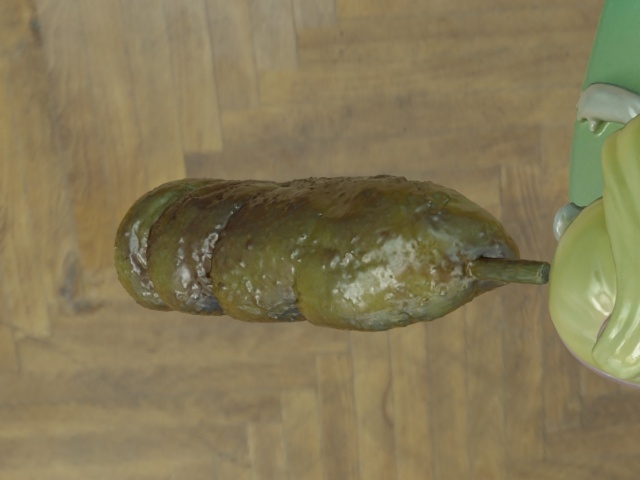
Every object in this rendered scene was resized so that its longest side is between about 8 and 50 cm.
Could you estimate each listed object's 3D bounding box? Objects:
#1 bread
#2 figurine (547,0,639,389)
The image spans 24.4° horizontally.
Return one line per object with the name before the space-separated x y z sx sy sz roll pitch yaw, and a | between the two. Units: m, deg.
bread | 0.001 0.002 0.841 0.124 0.344 0.084 -22 104 -37
figurine | 0.113 -0.032 0.460 0.083 0.187 0.083 19 152 10
